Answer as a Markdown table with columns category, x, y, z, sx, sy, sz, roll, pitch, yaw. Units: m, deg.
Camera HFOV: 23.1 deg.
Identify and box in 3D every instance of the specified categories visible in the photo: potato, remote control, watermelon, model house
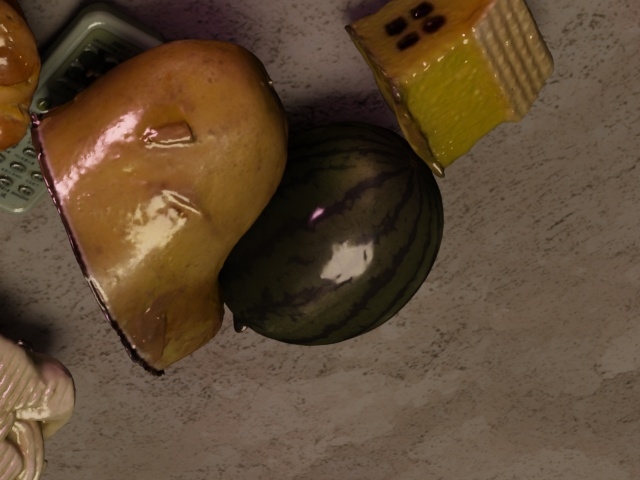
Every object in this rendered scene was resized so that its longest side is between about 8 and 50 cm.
| category | x | y | z | sx | sy | sz | roll | pitch | yaw |
| --- | --- | --- | --- | --- | --- | --- | --- | --- | --- |
| potato | -0.151 | -0.048 | 1.911 | 0.296 | 0.290 | 0.397 | -24 | 111 | 5 |
| remote control | -0.336 | -0.165 | 1.993 | 0.128 | 0.065 | 0.335 | 28 | 123 | -33 |
| watermelon | 0.000 | 0.000 | 2.101 | 0.279 | 0.279 | 0.359 | 25 | 135 | -34 |
| model house | 0.183 | -0.231 | 1.981 | 0.234 | 0.175 | 0.193 | -30 | 134 | 5 |

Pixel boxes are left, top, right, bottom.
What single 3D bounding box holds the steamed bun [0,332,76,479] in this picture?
| category | x | y | z | sx | sy | sz | roll | pitch | yaw |
| --- | --- | --- | --- | --- | --- | --- | --- | --- | --- |
| steamed bun | -0.540 | 0.235 | 2.231 | 0.346 | 0.237 | 0.394 | -16 | 109 | -38 |

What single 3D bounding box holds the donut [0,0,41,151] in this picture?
| category | x | y | z | sx | sy | sz | roll | pitch | yaw |
| --- | --- | --- | --- | --- | --- | --- | --- | --- | --- |
| donut | -0.490 | -0.209 | 1.847 | 0.317 | 0.150 | 0.299 | 14 | 129 | -26 |
